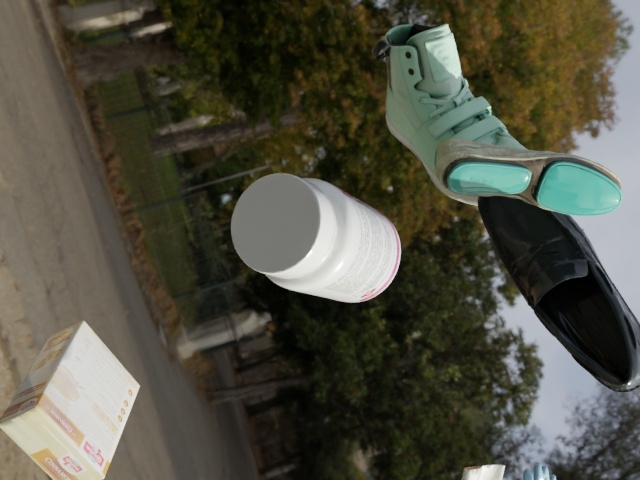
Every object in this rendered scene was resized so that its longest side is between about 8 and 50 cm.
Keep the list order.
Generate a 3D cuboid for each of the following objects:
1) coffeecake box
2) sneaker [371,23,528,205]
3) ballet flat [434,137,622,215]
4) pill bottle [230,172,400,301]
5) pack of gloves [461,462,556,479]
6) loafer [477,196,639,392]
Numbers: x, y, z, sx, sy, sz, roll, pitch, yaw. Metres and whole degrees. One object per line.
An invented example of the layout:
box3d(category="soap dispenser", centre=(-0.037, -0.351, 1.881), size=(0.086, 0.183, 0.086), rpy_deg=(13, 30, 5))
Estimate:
box3d(category="coffeecake box", centre=(-0.341, 0.226, 1.022), size=(0.142, 0.068, 0.185), rpy_deg=(58, 17, -24))
box3d(category="sneaker", centre=(0.142, -0.145, 0.797), size=(0.256, 0.094, 0.151), rpy_deg=(47, -21, 44))
box3d(category="ballet flat", centre=(0.179, -0.061, 0.631), size=(0.052, 0.168, 0.057), rpy_deg=(-95, -161, -51))
box3d(category="pill bottle", centre=(0.000, 0.000, 1.072), size=(0.283, 0.160, 0.160), rpy_deg=(21, 46, -64))
box3d(category="pack of gloves", centre=(0.316, 0.491, 1.240), size=(0.046, 0.195, 0.232), rpy_deg=(-151, -114, -65))
box3d(category="loafer", centre=(0.214, 0.032, 0.653), size=(0.223, 0.076, 0.078), rpy_deg=(58, 21, 19))
